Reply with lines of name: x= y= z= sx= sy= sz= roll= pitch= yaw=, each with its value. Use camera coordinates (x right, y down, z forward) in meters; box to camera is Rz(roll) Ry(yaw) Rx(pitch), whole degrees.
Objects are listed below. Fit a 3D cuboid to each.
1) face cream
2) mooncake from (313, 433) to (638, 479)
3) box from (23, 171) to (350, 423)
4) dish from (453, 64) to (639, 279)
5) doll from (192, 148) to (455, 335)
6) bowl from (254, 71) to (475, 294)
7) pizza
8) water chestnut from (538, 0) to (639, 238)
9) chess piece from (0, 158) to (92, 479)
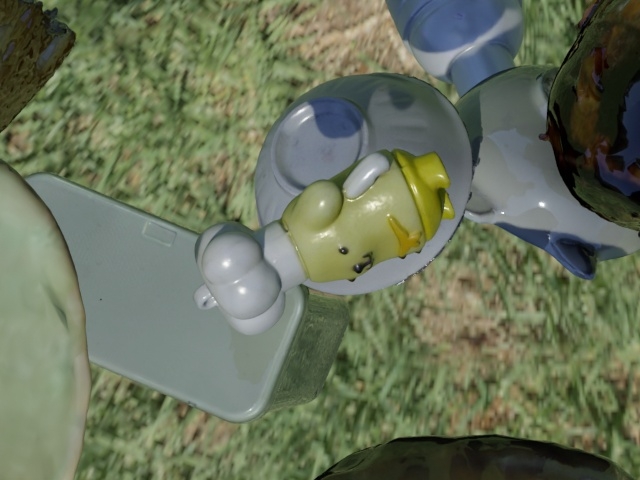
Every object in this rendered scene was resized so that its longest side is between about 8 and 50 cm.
face cream: x=0.150 y=-0.267 z=1.890 sx=0.145 sy=0.369 sz=0.145 roll=-14 pitch=149 yaw=-9
mooncake: x=0.097 y=0.246 z=1.128 sx=0.290 sy=0.161 sz=0.290 roll=2 pitch=147 yaw=1
box: x=-0.165 y=0.072 z=1.957 sx=0.352 sy=0.344 sz=0.177 roll=21 pitch=90 yaw=12
dish: x=0.217 y=-0.078 z=1.400 sx=0.228 sy=0.236 sz=0.086 roll=30 pitch=130 yaw=7
doll: x=0.000 y=0.000 z=0.984 sx=0.162 sy=0.062 sz=0.106 roll=-25 pitch=151 yaw=-3
bowl: x=0.017 y=-0.058 z=1.304 sx=0.189 sy=0.086 sz=0.189 roll=-9 pitch=69 yaw=24
pizza: x=-0.204 y=-0.104 z=0.889 sx=0.069 sy=0.194 sz=0.154 roll=37 pitch=70 yaw=15
water chestnut: x=0.318 y=-0.100 z=1.203 sx=0.300 sy=0.300 sz=0.300 roll=3 pitch=112 yaw=6
chess piece: x=-0.341 y=0.057 z=0.796 sx=0.442 sy=0.234 sz=0.234 roll=5 pitch=115 yaw=35
